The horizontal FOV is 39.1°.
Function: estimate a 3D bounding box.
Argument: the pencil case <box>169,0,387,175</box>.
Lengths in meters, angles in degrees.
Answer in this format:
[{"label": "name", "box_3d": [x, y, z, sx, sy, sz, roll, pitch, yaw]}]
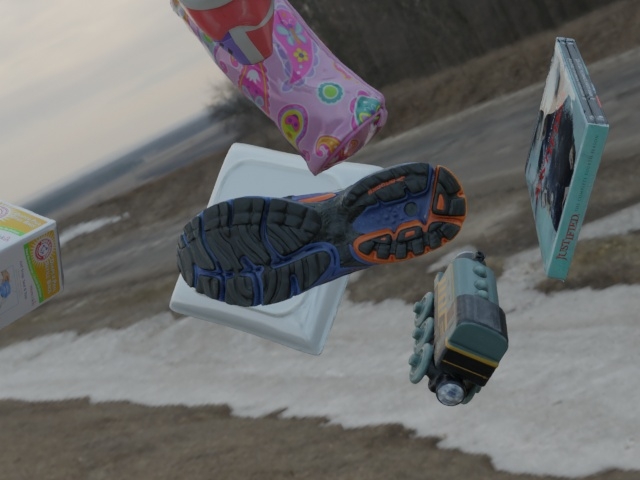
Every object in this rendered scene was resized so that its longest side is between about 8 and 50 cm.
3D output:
[{"label": "pencil case", "box_3d": [-0.048, -0.210, 1.029, 0.124, 0.284, 0.124, -40, -6, -5]}]

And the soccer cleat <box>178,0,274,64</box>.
[{"label": "soccer cleat", "box_3d": [-0.104, -0.304, 0.886, 0.108, 0.116, 0.318, -20, 50, 8]}]

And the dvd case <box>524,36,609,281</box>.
[{"label": "dvd case", "box_3d": [0.128, -0.047, 0.479, 0.013, 0.087, 0.119, 8, 33, 3]}]

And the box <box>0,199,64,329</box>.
[{"label": "box", "box_3d": [-0.414, 0.044, 1.049, 0.114, 0.103, 0.203, 20, 34, 26]}]

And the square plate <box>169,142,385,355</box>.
[{"label": "square plate", "box_3d": [-0.090, -0.004, 1.589, 0.347, 0.049, 0.344, 13, 76, 33]}]

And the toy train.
[{"label": "toy train", "box_3d": [0.256, 0.152, 1.637, 0.334, 0.142, 0.190, -74, 10, -61]}]

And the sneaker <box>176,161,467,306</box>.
[{"label": "sneaker", "box_3d": [0.000, 0.000, 0.675, 0.221, 0.083, 0.087, -9, -4, 8]}]
